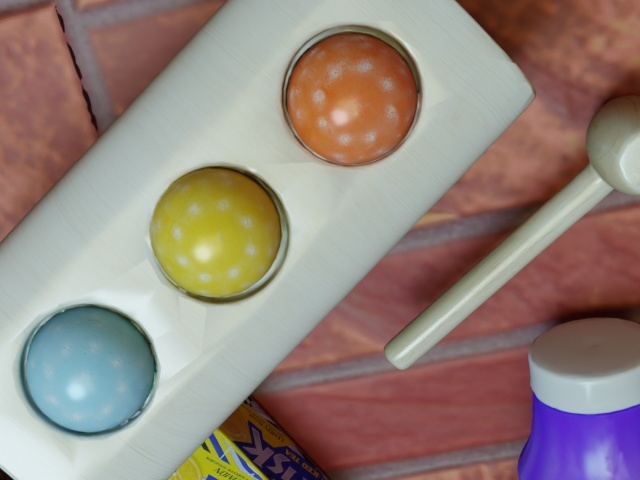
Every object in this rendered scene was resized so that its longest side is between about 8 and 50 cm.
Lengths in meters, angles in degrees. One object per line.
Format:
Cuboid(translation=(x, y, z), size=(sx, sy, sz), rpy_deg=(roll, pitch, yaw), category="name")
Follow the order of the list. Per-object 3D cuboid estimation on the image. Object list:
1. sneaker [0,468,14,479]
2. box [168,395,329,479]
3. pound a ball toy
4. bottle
Cuboid(translation=(-0.190, 0.192, 0.671), size=(0.192, 0.064, 0.086), rpy_deg=(38, 106, -14), category="sneaker")
Cuboid(translation=(-0.053, 0.126, 0.635), size=(0.054, 0.059, 0.169), rpy_deg=(-37, 105, 18), category="box")
Cuboid(translation=(0.000, 0.000, 0.507), size=(0.208, 0.136, 0.319), rpy_deg=(44, 95, -9), category="pound a ball toy")
Cuboid(translation=(0.165, 0.181, 0.623), size=(0.118, 0.092, 0.283), rpy_deg=(-10, 112, 8), category="bottle")
